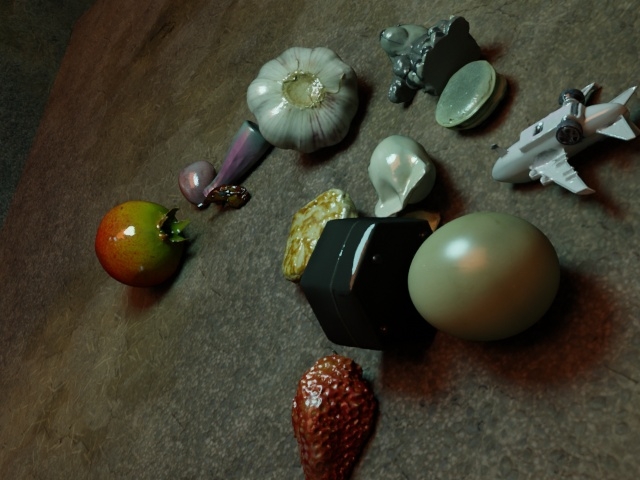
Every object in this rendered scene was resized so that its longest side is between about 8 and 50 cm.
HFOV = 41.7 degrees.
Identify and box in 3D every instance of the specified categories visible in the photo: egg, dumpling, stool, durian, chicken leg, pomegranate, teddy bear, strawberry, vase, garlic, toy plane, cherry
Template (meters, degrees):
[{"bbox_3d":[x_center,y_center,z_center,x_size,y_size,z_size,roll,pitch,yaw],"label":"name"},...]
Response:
[{"bbox_3d":[0.231,0.053,1.219,0.242,0.186,0.186,-12,54,54],"label":"egg"},{"bbox_3d":[0.142,-0.112,1.532,0.229,0.124,0.151,-88,21,-66],"label":"dumpling"},{"bbox_3d":[0.095,0.066,1.356,0.141,0.232,0.232,0,63,49],"label":"stool"},{"bbox_3d":[0.155,-0.017,1.490,0.130,0.052,0.066,-44,36,13],"label":"durian"},{"bbox_3d":[-0.235,-0.104,2.026,0.145,0.062,0.037,-1,15,22],"label":"chicken leg"},{"bbox_3d":[-0.434,-0.002,2.078,0.257,0.221,0.221,-26,44,26],"label":"pomegranate"},{"bbox_3d":[0.186,-0.353,1.653,0.251,0.144,0.171,24,96,59],"label":"teddy bear"},{"bbox_3d":[0.001,0.289,1.382,0.175,0.107,0.236,-39,38,25],"label":"strawberry"},{"bbox_3d":[-0.208,-0.186,2.060,0.214,0.086,0.086,-53,34,13],"label":"vase"},{"bbox_3d":[-0.037,-0.306,1.879,0.245,0.245,0.253,-59,-2,-3],"label":"garlic"},{"bbox_3d":[0.366,-0.156,1.299,0.255,0.101,0.251,-23,34,39],"label":"toy plane"},{"bbox_3d":[-0.314,-0.153,2.153,0.106,0.087,0.126,-48,32,20],"label":"cherry"}]

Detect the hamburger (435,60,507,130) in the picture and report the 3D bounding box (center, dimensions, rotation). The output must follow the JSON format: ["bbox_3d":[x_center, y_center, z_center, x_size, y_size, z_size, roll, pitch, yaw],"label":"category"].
[{"bbox_3d":[0.276,-0.260,1.532,0.133,0.062,0.140,8,71,58],"label":"hamburger"}]

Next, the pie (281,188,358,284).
[{"bbox_3d":[0.000,0.000,1.640,0.205,0.084,0.179,-34,39,33],"label":"pie"}]
